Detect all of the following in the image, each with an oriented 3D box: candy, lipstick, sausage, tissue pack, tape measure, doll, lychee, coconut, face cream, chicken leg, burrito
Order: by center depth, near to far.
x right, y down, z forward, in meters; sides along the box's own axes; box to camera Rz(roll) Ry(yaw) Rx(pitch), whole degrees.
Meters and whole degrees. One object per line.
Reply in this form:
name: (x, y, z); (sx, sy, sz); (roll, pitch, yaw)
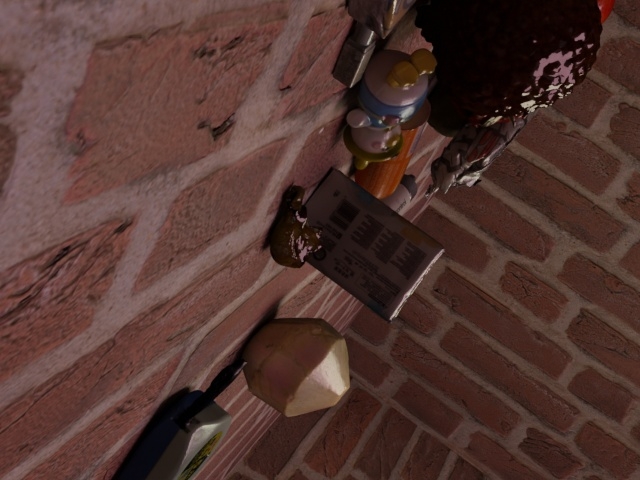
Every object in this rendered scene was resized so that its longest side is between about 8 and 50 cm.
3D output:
tissue pack: (0.095, -0.307, 0.874); (0.148, 0.060, 0.108); (-52, 172, -13)
lipstick: (0.051, -0.243, 0.972); (0.030, 0.030, 0.129); (-46, 168, -40)
lychee: (0.263, -0.301, 1.145); (0.260, 0.261, 0.260); (-53, 171, -12)
doll: (0.093, -0.190, 1.181); (0.241, 0.099, 0.135); (106, 0, -59)
chicken leg: (-0.035, -0.022, 1.250); (0.093, 0.070, 0.178); (-25, 147, -18)
tissue pack: (0.076, 0.011, 1.392); (0.159, 0.229, 0.145); (-54, 171, 0)
tape measure: (-0.215, 0.309, 1.404); (0.351, 0.098, 0.215); (-53, 169, 11)
sausage: (0.117, -0.156, 1.449); (0.093, 0.093, 0.312); (-51, 170, -22)
coconut: (-0.047, 0.267, 1.724); (0.197, 0.237, 0.237); (-45, 167, -38)
burrito: (0.371, -0.245, 1.730); (0.445, 0.101, 0.139); (-48, -164, -17)
candy: (0.322, -0.340, 1.786); (0.234, 0.102, 0.104); (-57, 171, 7)
face cream: (0.147, -0.072, 1.905); (0.311, 0.092, 0.092); (-47, 168, -43)

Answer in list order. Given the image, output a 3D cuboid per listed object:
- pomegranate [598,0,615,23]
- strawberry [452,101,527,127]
pomegranate: (0.523, -0.532, 1.783); (0.257, 0.221, 0.221); (-41, -179, 36)
strawberry: (0.348, -0.366, 1.572); (0.261, 0.257, 0.261); (-23, 162, -8)
